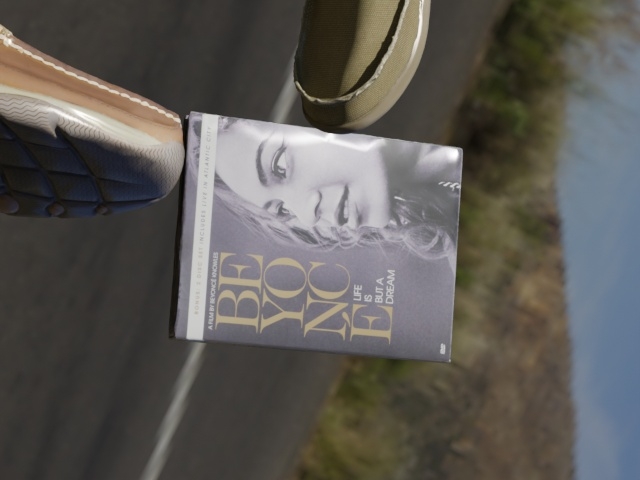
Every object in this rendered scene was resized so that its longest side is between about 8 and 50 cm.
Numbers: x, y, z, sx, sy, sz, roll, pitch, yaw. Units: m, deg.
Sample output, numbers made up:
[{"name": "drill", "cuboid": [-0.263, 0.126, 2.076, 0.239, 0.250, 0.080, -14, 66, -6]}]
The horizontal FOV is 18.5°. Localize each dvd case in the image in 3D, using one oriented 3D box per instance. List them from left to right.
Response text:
[{"name": "dvd case", "cuboid": [0.000, 0.000, 1.446, 0.018, 0.221, 0.164, 170, -75, -67]}]

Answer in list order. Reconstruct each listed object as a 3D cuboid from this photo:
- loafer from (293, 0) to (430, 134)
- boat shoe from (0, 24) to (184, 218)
[{"name": "loafer", "cuboid": [0.019, -0.117, 0.825, 0.050, 0.056, 0.148, 34, 69, -51]}, {"name": "boat shoe", "cuboid": [-0.226, -0.104, 1.088, 0.123, 0.324, 0.116, 132, -29, -56]}]
